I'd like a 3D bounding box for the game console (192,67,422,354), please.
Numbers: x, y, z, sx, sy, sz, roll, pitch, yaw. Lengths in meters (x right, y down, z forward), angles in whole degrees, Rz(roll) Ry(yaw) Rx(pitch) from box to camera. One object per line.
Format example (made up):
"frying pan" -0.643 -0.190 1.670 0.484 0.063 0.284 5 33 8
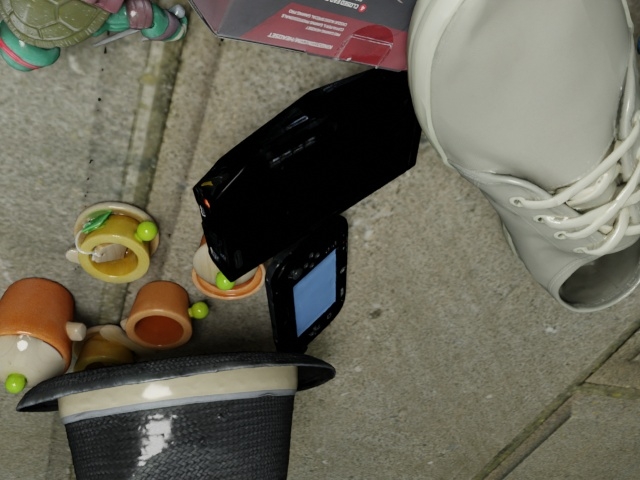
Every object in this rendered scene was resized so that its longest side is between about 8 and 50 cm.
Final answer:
"game console" 0.000 0.000 0.627 0.213 0.044 0.361 -33 152 -20

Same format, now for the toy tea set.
"toy tea set" -0.210 0.082 0.681 0.336 0.124 0.200 -37 127 26

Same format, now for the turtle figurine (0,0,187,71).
"turtle figurine" -0.160 -0.190 0.440 0.175 0.118 0.234 32 117 -32

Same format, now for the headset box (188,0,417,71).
"headset box" 0.052 -0.225 0.370 0.218 0.110 0.293 -5 142 -42

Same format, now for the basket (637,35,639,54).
"basket" 0.319 -0.190 0.384 0.201 0.255 0.289 16 131 2

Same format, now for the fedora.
"fedora" -0.133 0.211 0.674 0.333 0.153 0.334 -8 164 -2

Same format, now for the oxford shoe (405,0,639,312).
"oxford shoe" 0.197 -0.061 0.512 0.169 0.130 0.449 -35 144 8
